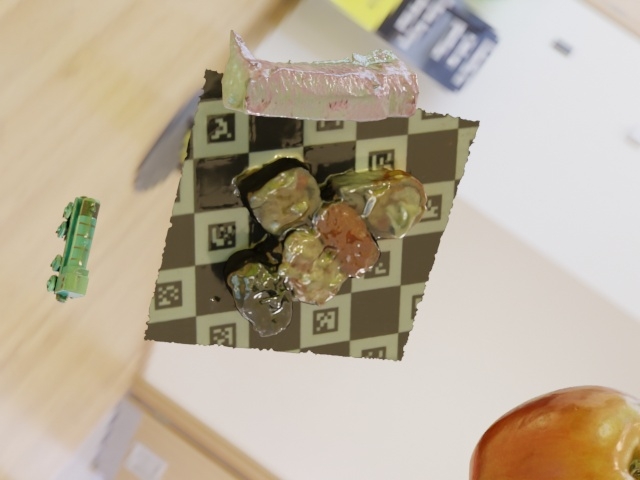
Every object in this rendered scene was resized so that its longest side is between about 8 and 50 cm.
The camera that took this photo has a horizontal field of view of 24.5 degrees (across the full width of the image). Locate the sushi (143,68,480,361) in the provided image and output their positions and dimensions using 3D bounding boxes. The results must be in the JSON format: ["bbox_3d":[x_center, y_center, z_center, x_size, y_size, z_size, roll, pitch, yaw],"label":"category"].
[{"bbox_3d":[0.000,0.000,1.619,0.069,0.339,0.320,49,-54,58],"label":"sushi"}]

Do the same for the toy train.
[{"bbox_3d":[-0.201,0.006,1.207,0.045,0.029,0.092,-14,-118,59],"label":"toy train"}]

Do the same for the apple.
[{"bbox_3d":[0.229,0.218,1.292,0.199,0.199,0.199,-54,174,-9],"label":"apple"}]

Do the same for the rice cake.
[{"bbox_3d":[0.007,-0.156,1.437,0.290,0.051,0.081,-3,92,-53],"label":"rice cake"}]
